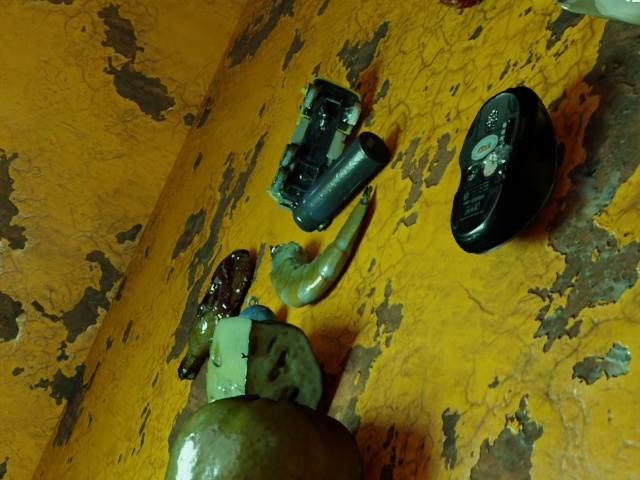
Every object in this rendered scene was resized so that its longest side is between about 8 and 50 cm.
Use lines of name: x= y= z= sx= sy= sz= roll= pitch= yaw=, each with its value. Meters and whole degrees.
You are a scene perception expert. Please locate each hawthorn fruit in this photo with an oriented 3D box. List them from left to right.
hawthorn fruit: x=-0.083 y=0.358 z=1.302 sx=0.268 sy=0.268 sz=0.300 roll=-3 pitch=72 yaw=67

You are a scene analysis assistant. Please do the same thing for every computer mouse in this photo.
computer mouse: x=0.243 y=-0.085 z=1.257 sx=0.137 sy=0.096 sz=0.233 roll=-28 pitch=44 yaw=66

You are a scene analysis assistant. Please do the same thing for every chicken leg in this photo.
chicken leg: x=-0.241 y=0.165 z=2.189 sx=0.322 sy=0.083 sz=0.177 roll=-68 pitch=12 yaw=-17

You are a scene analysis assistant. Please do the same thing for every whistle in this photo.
whistle: x=-0.118 y=0.183 z=1.869 sx=0.090 sy=0.090 sz=0.158 roll=-163 pitch=61 yaw=-70

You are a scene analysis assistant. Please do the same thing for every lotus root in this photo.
lotus root: x=-0.102 y=0.264 z=1.625 sx=0.260 sy=0.149 sz=0.267 roll=173 pitch=103 yaw=-71

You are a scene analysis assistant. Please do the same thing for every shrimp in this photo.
shrimp: x=-0.010 y=0.031 z=1.778 sx=0.287 sy=0.068 sz=0.185 roll=-42 pitch=31 yaw=42

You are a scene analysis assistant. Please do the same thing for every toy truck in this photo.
toy truck: x=-0.018 y=-0.183 z=1.983 sx=0.157 sy=0.124 sz=0.272 roll=166 pitch=125 yaw=-77

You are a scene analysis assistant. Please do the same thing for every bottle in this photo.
bottle: x=0.035 y=-0.102 z=1.820 sx=0.244 sy=0.082 sz=0.072 roll=-43 pitch=3 yaw=40

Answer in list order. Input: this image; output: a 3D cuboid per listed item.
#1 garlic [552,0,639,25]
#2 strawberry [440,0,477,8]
garlic: x=0.421 y=-0.351 z=1.080 sx=0.325 sy=0.132 sz=0.279 roll=-53 pitch=22 yaw=21
strawberry: x=0.255 y=-0.512 z=1.636 sx=0.205 sy=0.205 sz=0.244 roll=-98 pitch=18 yaw=-57
